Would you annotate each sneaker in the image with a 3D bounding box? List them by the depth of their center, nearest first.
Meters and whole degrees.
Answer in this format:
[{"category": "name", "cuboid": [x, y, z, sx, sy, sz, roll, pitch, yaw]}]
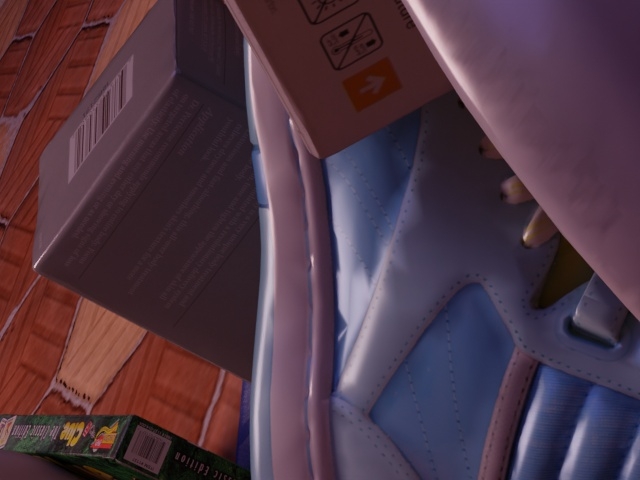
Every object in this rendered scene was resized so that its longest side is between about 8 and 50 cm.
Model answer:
[{"category": "sneaker", "cuboid": [0.084, -0.020, 0.732, 0.127, 0.208, 0.319, -16, -73, -63]}]

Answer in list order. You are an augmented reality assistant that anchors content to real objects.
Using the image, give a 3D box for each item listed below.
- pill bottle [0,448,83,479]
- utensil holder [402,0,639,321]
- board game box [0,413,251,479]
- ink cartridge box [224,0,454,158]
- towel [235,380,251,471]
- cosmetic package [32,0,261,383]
[{"category": "pill bottle", "cuboid": [-0.240, 0.251, 1.186, 0.361, 0.204, 0.204, -37, 31, 65]}, {"category": "utensil holder", "cuboid": [0.241, -0.147, 0.364, 0.385, 0.327, 0.328, -45, 25, 33]}, {"category": "board game box", "cuboid": [-0.095, 0.136, 1.097, 0.030, 0.136, 0.259, -65, 19, -15]}, {"category": "ink cartridge box", "cuboid": [0.122, -0.178, 0.602, 0.371, 0.176, 0.069, -27, 50, 3]}, {"category": "towel", "cuboid": [0.037, -0.004, 1.112, 0.285, 0.034, 0.209, -47, 26, 40]}, {"category": "cosmetic package", "cuboid": [0.000, 0.000, 0.894, 0.127, 0.238, 0.107, -50, 25, 24]}]
